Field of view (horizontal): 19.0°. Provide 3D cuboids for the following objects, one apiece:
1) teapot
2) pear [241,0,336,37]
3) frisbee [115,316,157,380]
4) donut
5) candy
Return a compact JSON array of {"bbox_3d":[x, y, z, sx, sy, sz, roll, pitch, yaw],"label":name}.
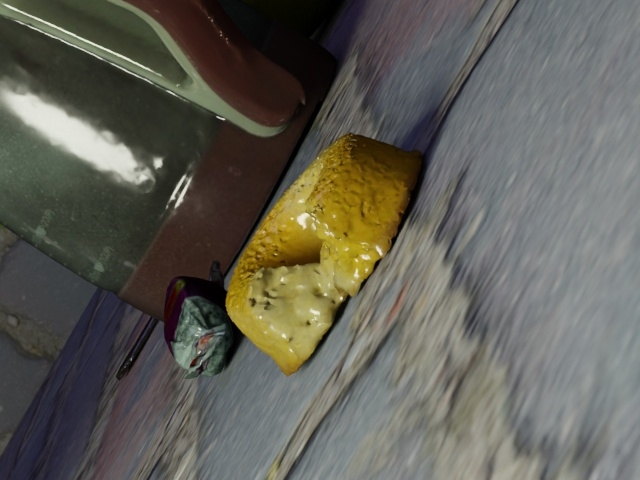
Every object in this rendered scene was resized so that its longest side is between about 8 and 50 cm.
[{"bbox_3d":[-0.165,-0.120,1.337,0.233,0.312,0.315,-66,9,-27],"label":"teapot"},{"bbox_3d":[-0.064,-0.271,1.656,0.212,0.212,0.269,-52,6,50],"label":"pear"},{"bbox_3d":[-0.129,0.038,1.648,0.187,0.012,0.211,-61,8,-2],"label":"frisbee"},{"bbox_3d":[0.000,0.000,0.804,0.108,0.043,0.097,-53,10,20],"label":"donut"},{"bbox_3d":[-0.068,0.044,1.079,0.175,0.043,0.045,-114,44,-81],"label":"candy"}]
